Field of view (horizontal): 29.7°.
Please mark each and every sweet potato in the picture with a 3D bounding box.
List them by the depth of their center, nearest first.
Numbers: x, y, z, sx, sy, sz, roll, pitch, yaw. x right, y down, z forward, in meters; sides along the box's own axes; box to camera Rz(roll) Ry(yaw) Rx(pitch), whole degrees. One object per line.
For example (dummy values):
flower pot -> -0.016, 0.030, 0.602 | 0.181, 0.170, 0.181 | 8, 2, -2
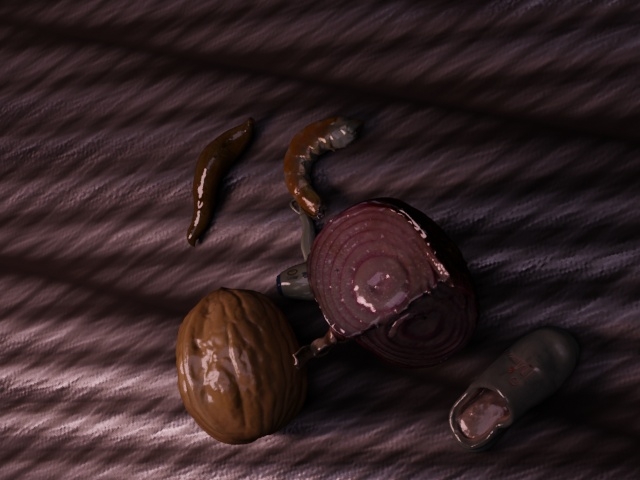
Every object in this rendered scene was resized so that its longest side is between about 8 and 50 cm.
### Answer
sweet potato -> -0.192, -0.111, 2.116 | 0.069, 0.059, 0.250 | 25, 94, -16

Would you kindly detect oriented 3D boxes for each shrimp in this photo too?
shrimp -> 0.010, -0.125, 2.041 | 0.161, 0.049, 0.166 | -20, 67, 21

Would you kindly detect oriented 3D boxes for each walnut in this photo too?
walnut -> -0.133, 0.202, 1.978 | 0.225, 0.225, 0.261 | -15, 79, 18

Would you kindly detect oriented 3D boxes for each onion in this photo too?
onion -> 0.123, 0.070, 1.885 | 0.272, 0.230, 0.256 | -15, 69, 28

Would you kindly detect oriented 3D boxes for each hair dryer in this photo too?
hair dryer -> 0.018, 0.009, 2.039 | 0.167, 0.067, 0.199 | 5, 70, 12

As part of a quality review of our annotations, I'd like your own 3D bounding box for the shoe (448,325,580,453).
shoe -> 0.292, 0.231, 1.871 | 0.251, 0.100, 0.103 | -48, 70, 11
